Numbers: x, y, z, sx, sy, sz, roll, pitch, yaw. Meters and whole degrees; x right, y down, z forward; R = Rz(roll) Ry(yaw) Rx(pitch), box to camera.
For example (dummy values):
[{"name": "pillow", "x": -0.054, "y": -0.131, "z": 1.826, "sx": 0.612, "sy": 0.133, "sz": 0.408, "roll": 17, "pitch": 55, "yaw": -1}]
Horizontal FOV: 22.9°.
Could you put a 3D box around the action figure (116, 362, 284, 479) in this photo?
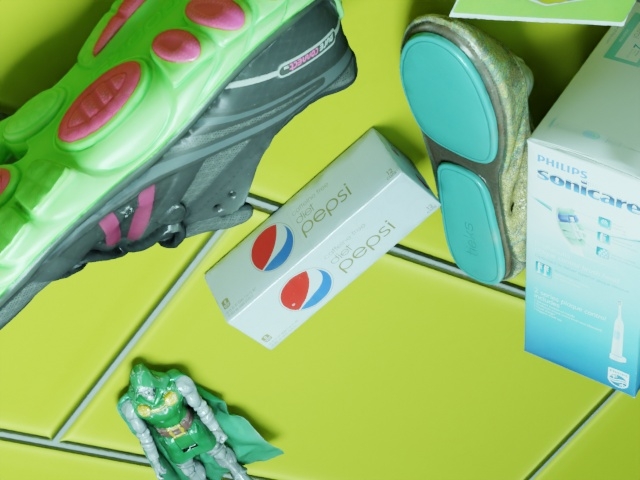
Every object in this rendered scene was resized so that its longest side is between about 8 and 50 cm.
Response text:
[{"name": "action figure", "x": -0.137, "y": 0.193, "z": 1.586, "sx": 0.137, "sy": 0.063, "sz": 0.232, "roll": -28, "pitch": 136, "yaw": 3}]

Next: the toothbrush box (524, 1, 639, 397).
[{"name": "toothbrush box", "x": 0.292, "y": -0.036, "z": 1.478, "sx": 0.216, "sy": 0.126, "sz": 0.296, "roll": -52, "pitch": 152, "yaw": -32}]

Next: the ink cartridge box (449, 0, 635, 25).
[{"name": "ink cartridge box", "x": 0.204, "y": -0.301, "z": 1.255, "sx": 0.188, "sy": 0.097, "sz": 0.255, "roll": -2, "pitch": 135, "yaw": -29}]

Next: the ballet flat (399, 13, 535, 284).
[{"name": "ballet flat", "x": 0.150, "y": -0.101, "z": 1.425, "sx": 0.123, "sy": 0.123, "sz": 0.349, "roll": -25, "pitch": 140, "yaw": -6}]

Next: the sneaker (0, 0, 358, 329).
[{"name": "sneaker", "x": -0.163, "y": -0.036, "z": 1.241, "sx": 0.482, "sy": 0.185, "sz": 0.202, "roll": -37, "pitch": 135, "yaw": 10}]

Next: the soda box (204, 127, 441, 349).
[{"name": "soda box", "x": 0.000, "y": 0.000, "z": 1.459, "sx": 0.216, "sy": 0.069, "sz": 0.074, "roll": -41, "pitch": 138, "yaw": 12}]
